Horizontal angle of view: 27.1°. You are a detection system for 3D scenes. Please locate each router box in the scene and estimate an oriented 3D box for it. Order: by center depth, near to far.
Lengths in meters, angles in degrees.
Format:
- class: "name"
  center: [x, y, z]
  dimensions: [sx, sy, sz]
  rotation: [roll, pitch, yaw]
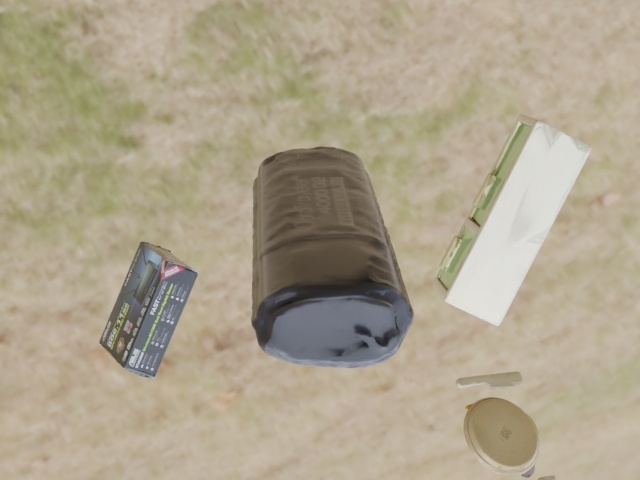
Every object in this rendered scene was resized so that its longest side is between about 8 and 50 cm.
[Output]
- class: "router box"
  center: [-0.180, 0.070, 1.377]
  dimensions: [0.038, 0.092, 0.122]
  rotation: [22, 93, -28]

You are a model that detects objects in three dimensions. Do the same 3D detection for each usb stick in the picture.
- class: "usb stick"
  center: [0.000, 0.000, 0.736]
  dimensions: [0.077, 0.045, 0.278]
  rotation: [-4, -161, -2]

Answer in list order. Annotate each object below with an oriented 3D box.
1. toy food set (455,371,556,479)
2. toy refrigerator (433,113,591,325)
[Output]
- class: "toy food set"
  center: [0.263, 0.287, 1.925]
  dimensions: [0.132, 0.192, 0.038]
  rotation: [-1, 149, -27]
- class: "toy refrigerator"
  center: [0.252, -0.032, 1.793]
  dimensions: [0.269, 0.094, 0.102]
  rotation: [-64, -171, 8]
